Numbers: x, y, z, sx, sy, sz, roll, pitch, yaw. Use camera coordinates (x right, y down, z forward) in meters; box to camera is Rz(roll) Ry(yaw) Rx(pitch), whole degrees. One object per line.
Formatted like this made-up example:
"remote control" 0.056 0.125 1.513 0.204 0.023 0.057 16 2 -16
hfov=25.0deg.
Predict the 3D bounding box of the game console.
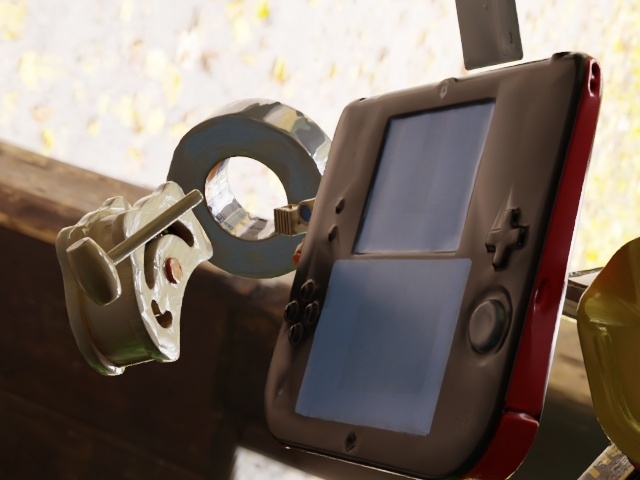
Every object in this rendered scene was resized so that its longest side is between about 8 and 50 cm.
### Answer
"game console" 0.078 0.023 1.216 0.060 0.386 0.342 15 82 -27

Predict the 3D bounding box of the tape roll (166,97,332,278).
"tape roll" -0.080 -0.064 1.802 0.072 0.219 0.219 -49 148 -58

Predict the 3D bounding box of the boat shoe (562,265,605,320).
"boat shoe" 0.406 0.030 1.689 0.342 0.123 0.123 -3 106 -29

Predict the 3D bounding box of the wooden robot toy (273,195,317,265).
"wooden robot toy" 0.000 0.000 1.456 0.079 0.173 0.076 -15 125 -39

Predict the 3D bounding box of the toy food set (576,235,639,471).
"toy food set" 0.264 0.106 1.051 0.071 0.128 0.218 43 37 -64

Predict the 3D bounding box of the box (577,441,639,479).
"box" 0.331 0.304 1.187 0.257 0.322 0.079 -47 -169 2

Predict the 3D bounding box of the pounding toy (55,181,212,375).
"pounding toy" -0.157 0.035 1.425 0.269 0.155 0.154 -50 123 -67

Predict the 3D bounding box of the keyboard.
"keyboard" 0.145 -0.292 1.363 0.014 0.072 0.256 -11 94 -38
